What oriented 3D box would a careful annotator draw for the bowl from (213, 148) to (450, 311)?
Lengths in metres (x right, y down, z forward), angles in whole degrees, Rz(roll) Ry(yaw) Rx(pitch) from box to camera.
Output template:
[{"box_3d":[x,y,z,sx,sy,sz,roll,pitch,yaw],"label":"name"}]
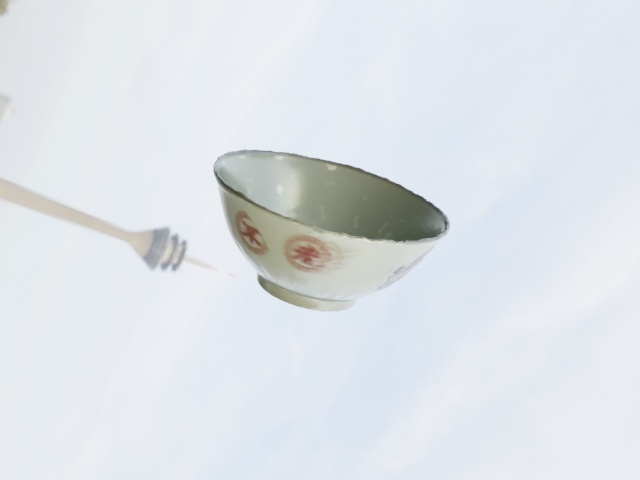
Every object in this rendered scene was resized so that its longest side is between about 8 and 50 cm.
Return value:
[{"box_3d":[0.000,0.000,1.224,0.337,0.337,0.157,-126,-133,-61],"label":"bowl"}]
